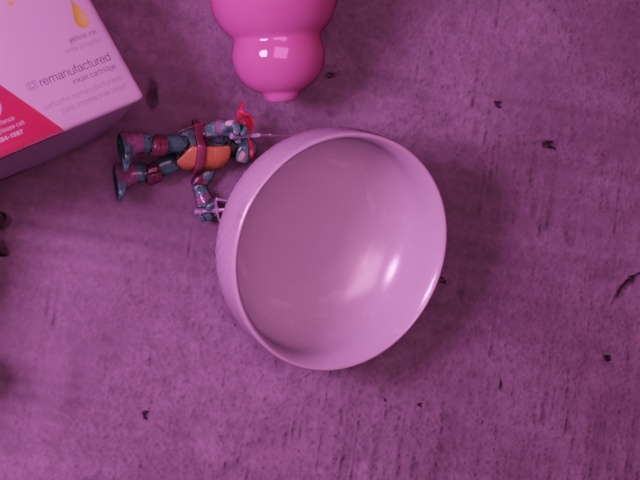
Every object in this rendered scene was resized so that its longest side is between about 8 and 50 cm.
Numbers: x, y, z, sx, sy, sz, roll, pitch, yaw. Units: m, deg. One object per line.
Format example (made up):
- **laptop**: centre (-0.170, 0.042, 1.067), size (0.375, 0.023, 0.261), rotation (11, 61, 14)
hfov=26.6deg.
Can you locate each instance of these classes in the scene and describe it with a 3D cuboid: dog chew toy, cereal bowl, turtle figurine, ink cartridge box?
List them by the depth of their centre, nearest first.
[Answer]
- **ink cartridge box**: centre (-0.453, -0.278, 1.733), size (0.279, 0.160, 0.384), rotation (-29, 89, -35)
- **cereal bowl**: centre (0.000, 0.000, 1.865), size (0.339, 0.141, 0.339), rotation (-10, 112, -28)
- **dog chew toy**: centre (-0.067, -0.358, 1.871), size (0.207, 0.206, 0.331), rotation (-5, 97, -10)
- **turtle figurine**: centre (-0.167, -0.111, 1.887), size (0.234, 0.118, 0.175), rotation (-5, 129, -17)
